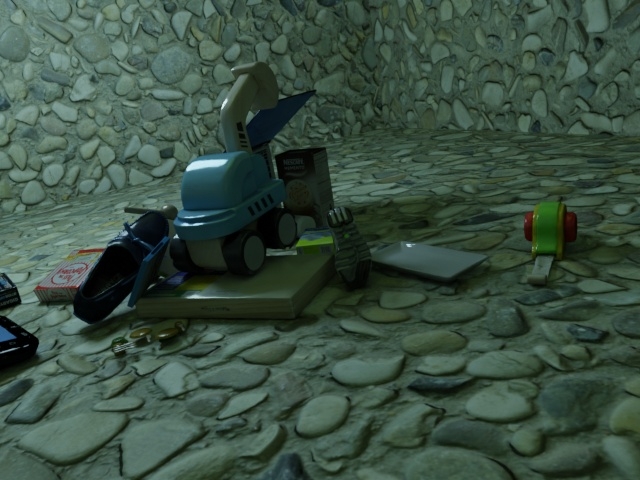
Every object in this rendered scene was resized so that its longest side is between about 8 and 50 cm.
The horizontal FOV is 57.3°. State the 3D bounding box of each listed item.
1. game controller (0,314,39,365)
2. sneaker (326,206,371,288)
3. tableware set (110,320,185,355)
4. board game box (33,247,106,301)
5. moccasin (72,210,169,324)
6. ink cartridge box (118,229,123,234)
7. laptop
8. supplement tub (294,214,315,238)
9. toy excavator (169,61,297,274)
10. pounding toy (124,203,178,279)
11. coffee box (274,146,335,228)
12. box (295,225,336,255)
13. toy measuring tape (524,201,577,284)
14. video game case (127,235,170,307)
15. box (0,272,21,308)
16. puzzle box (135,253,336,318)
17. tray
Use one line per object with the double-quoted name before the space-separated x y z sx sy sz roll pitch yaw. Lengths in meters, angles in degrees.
"game controller" -0.745 0.220 1.289 0.166 0.067 0.319 -24 22 -39
"sneaker" 0.076 0.039 1.403 0.086 0.132 0.229 -13 53 2
"tableware set" -0.355 0.203 1.211 0.154 0.024 0.104 -17 15 -20
"board game box" -0.674 0.094 1.632 0.146 0.045 0.193 -4 32 18
"moccasin" -0.463 0.051 1.420 0.137 0.117 0.342 25 52 -5
"ink cartridge box" -0.499 -0.029 1.901 0.296 0.066 0.261 -13 5 -10
"laptop" -0.148 -0.234 1.847 0.236 0.408 0.382 -3 18 24
"supplement tub" -0.075 -0.042 1.775 0.107 0.071 0.071 8 24 44
"toy excavator" -0.206 -0.187 1.450 0.222 0.445 0.433 2 25 30
"pounding toy" -0.442 0.023 1.617 0.183 0.237 0.110 -11 -24 -49
"coffee box" -0.045 -0.158 1.832 0.141 0.247 0.098 0 18 30
"box" 0.000 0.000 1.644 0.109 0.042 0.178 -6 18 10
"toy measuring tape" 0.496 -0.013 1.286 0.121 0.121 0.330 0 19 29
"video game case" -0.392 0.069 1.342 0.015 0.119 0.166 22 18 -5
"box" -0.954 0.157 1.639 0.175 0.051 0.220 -21 20 -33
"puzzle box" -0.195 0.105 1.390 0.408 0.052 0.272 -2 18 23
"tray" 0.239 0.051 1.364 0.145 0.030 0.270 -23 21 -35
